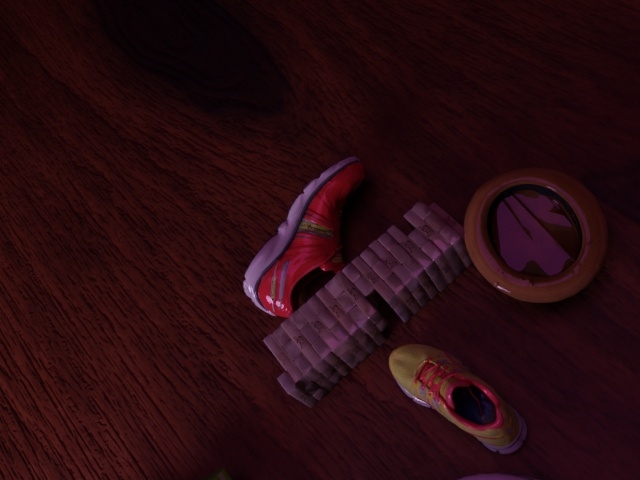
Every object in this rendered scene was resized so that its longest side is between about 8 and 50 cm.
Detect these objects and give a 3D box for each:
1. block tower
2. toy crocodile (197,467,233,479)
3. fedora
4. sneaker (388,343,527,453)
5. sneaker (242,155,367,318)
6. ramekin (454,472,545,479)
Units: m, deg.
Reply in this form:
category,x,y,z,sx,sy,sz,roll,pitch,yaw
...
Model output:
category,x,y,z,sx,sy,sz,roll,pitch,yaw
block tower,0.070,0.087,1.055,0.335,0.091,0.097,-43,55,-1
toy crocodile,-0.258,0.434,1.033,0.340,0.105,0.115,-37,95,2
fedora,0.290,-0.004,0.999,0.194,0.079,0.194,-4,72,13
sneaker,0.170,0.190,0.953,0.208,0.094,0.081,28,81,34
sneaker,0.000,0.000,1.144,0.118,0.107,0.279,33,85,15
ramekin,0.206,0.393,0.810,0.277,0.135,0.277,-10,62,20
